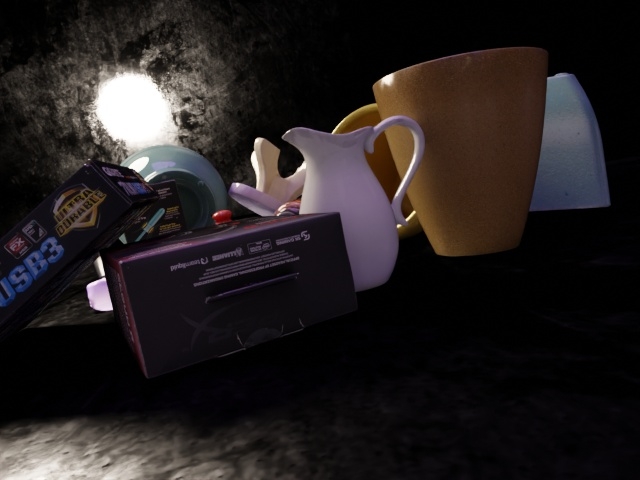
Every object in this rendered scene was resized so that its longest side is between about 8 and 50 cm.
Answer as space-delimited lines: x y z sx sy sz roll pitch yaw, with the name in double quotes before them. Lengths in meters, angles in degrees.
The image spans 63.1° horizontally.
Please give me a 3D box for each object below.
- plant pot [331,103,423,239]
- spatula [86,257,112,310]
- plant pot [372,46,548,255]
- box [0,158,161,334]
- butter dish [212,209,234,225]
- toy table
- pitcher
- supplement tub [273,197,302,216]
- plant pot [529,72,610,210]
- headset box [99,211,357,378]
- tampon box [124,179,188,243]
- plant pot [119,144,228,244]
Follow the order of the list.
"plant pot" 0.165 -0.121 1.035 0.254 0.254 0.239 -5 -5 38
"spatula" -0.384 0.065 0.940 0.084 0.030 0.296 -17 18 -25
"plant pot" 0.210 -0.113 0.744 0.237 0.254 0.237 -9 6 1
"box" -0.344 0.025 0.663 0.295 0.073 0.293 -44 13 -3
"butter dish" -0.167 0.004 0.942 0.160 0.118 0.160 -7 7 29
"toy table" -0.109 -0.142 1.376 0.252 0.160 0.274 19 -7 24
"pitcher" 0.055 -0.048 0.662 0.178 0.207 0.125 -10 7 1
"supplement tub" -0.045 -0.044 1.198 0.106 0.106 0.198 -8 7 18
"plant pot" 0.445 -0.199 1.066 0.248 0.252 0.247 -2 10 27
"headset box" -0.113 0.042 0.580 0.218 0.110 0.293 -14 7 -25
"tampon box" -0.338 -0.030 1.059 0.120 0.161 0.101 -15 6 -19
"plant pot" -0.344 -0.080 1.217 0.293 0.293 0.196 -13 12 -20
